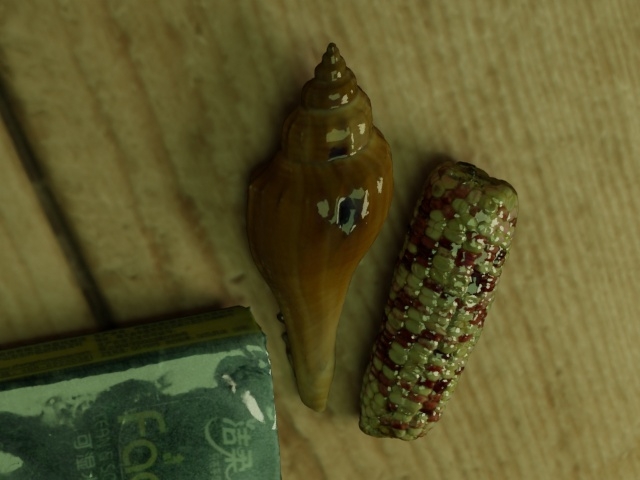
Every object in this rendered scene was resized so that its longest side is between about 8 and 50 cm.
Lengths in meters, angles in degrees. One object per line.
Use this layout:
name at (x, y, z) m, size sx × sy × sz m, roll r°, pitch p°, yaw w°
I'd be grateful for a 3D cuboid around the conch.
conch at (0.002, 0.002, 1.267) m, size 0.109 × 0.093 × 0.330 m, roll -9°, pitch 116°, yaw -23°

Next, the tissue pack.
tissue pack at (-0.166, 0.163, 1.286) m, size 0.257 × 0.081 × 0.185 m, roll -10°, pitch 115°, yaw -13°

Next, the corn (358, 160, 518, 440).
corn at (0.093, 0.058, 1.326) m, size 0.086 × 0.086 × 0.253 m, roll 10°, pitch 110°, yaw -22°
